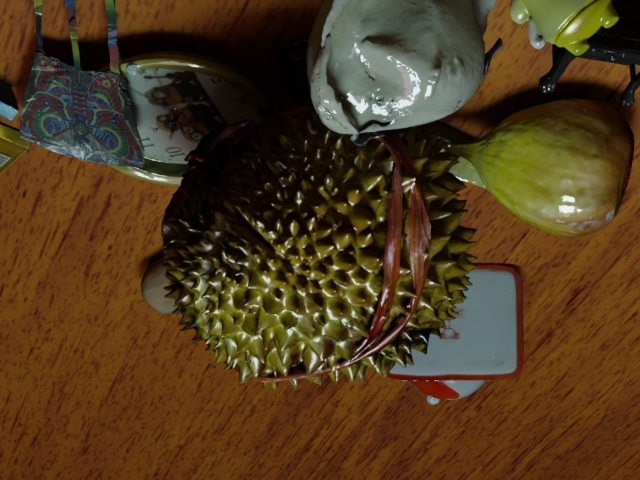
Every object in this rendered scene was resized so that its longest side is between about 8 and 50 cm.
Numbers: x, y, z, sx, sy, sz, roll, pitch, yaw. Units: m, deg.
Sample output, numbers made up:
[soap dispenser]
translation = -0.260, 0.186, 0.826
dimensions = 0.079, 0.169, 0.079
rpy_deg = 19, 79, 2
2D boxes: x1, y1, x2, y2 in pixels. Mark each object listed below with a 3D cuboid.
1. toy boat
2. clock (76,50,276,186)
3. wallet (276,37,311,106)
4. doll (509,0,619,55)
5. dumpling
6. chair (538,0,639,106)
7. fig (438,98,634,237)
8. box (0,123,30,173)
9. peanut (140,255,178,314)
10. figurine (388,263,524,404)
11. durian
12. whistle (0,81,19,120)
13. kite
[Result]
[toy boat]
translation = 0.128, -0.098, 2.152
dimensions = 0.172, 0.066, 0.065
rpy_deg = 14, 143, -20
[clock]
translation = -0.161, -0.147, 2.100
dimensions = 0.237, 0.057, 0.237
rpy_deg = 2, 146, 1
[wallet]
translation = 0.042, -0.185, 2.047
dimensions = 0.166, 0.030, 0.111
rpy_deg = -6, 147, 11
[doll]
translation = 0.220, -0.258, 1.815
dimensions = 0.106, 0.162, 0.062
rpy_deg = -43, 164, 18
[dumpling]
translation = 0.067, -0.212, 1.827
dimensions = 0.163, 0.293, 0.204
rpy_deg = -10, 109, 46
[chair]
translation = 0.304, -0.246, 1.865
dimensions = 0.106, 0.113, 0.229
rpy_deg = 7, 151, -12
[fig]
translation = 0.223, -0.088, 2.096
dimensions = 0.257, 0.159, 0.159
rpy_deg = 8, 148, 1
[box]
translation = -0.421, -0.099, 2.223
dimensions = 0.089, 0.022, 0.156
rpy_deg = 20, 144, -29
[peanut]
translation = -0.175, 0.048, 2.404
dimensions = 0.076, 0.076, 0.152
rpy_deg = 27, 143, -34
[figurine]
translation = 0.175, 0.146, 2.491
dimensions = 0.183, 0.160, 0.226
rpy_deg = 0, 158, 4
[durian]
translation = -0.005, 0.001, 1.978
dimensions = 0.348, 0.384, 0.347
rpy_deg = 10, 119, 19
[whistle]
translation = -0.422, -0.161, 2.065
dimensions = 0.090, 0.090, 0.158
rpy_deg = -25, 140, 37
[kite]
translation = -0.260, -0.191, 2.007
dimensions = 0.152, 0.015, 0.285
rpy_deg = 14, 138, 9
